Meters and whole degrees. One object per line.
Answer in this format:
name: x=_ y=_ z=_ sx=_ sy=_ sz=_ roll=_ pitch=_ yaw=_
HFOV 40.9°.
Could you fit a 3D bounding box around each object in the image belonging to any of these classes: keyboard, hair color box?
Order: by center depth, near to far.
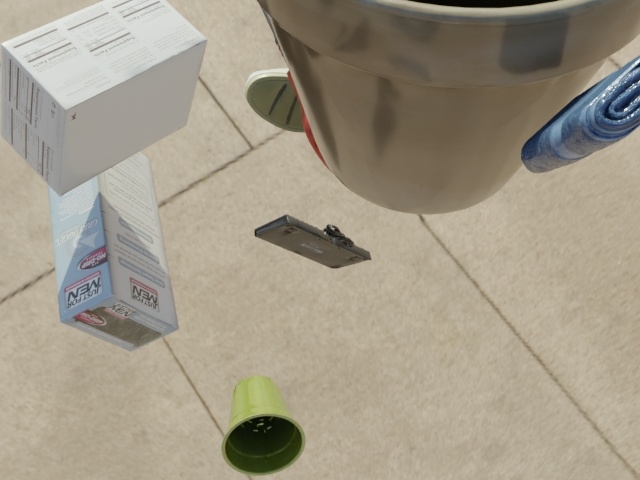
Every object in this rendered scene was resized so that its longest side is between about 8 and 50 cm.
keyboard: x=0.000 y=0.000 z=1.280 sx=0.108 sy=0.180 sz=0.023 roll=-17 pitch=61 yaw=41
hair color box: x=-0.370 y=-0.013 z=1.506 sx=0.114 sy=0.185 sz=0.374 roll=-26 pitch=58 yaw=16

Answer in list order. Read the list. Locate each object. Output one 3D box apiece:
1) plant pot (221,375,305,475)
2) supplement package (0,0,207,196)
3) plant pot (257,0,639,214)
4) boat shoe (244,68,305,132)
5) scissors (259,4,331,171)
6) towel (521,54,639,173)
plant pot: x=-0.062 y=0.181 z=0.876 sx=0.083 sy=0.083 sz=0.079 roll=-16 pitch=33 yaw=-2
supplement package: x=-0.328 y=-0.228 z=1.296 sx=0.145 sy=0.204 sz=0.262 roll=44 pitch=54 yaw=13
plant pot: x=0.094 y=-0.179 z=0.690 sx=0.323 sy=0.280 sz=0.323 roll=0 pitch=56 yaw=-1
boat shoe: x=-0.007 y=-0.269 z=1.595 sx=0.302 sy=0.113 sz=0.103 roll=6 pitch=39 yaw=-29
scissors: x=-0.030 y=-0.191 z=0.936 sx=0.021 sy=0.297 sz=0.109 roll=-10 pitch=43 yaw=35
towel: x=0.157 y=-0.069 z=0.484 sx=0.067 sy=0.119 sz=0.029 roll=-41 pitch=90 yaw=-7
